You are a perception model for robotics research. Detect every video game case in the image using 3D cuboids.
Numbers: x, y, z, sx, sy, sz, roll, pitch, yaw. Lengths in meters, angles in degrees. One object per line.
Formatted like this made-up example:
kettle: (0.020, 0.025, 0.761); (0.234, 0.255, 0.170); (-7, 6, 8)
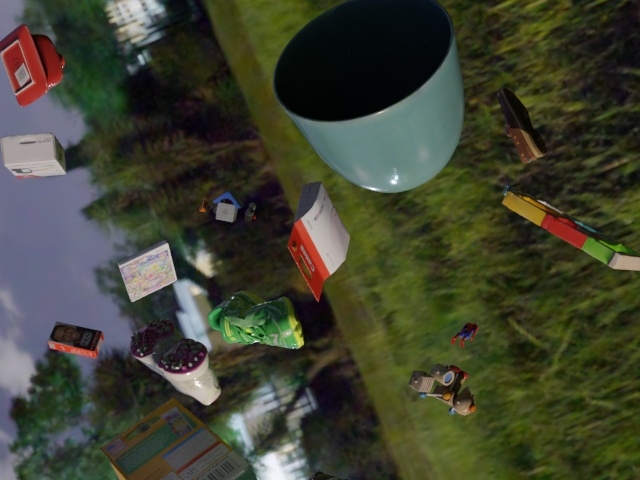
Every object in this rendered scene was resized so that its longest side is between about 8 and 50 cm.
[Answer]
video game case: (-0.288, 0.052, 1.488); (0.011, 0.087, 0.122); (55, 161, 27)

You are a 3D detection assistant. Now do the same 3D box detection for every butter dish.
butter dish: (-0.638, -0.401, 2.019); (0.160, 0.118, 0.160); (-14, 96, 47)

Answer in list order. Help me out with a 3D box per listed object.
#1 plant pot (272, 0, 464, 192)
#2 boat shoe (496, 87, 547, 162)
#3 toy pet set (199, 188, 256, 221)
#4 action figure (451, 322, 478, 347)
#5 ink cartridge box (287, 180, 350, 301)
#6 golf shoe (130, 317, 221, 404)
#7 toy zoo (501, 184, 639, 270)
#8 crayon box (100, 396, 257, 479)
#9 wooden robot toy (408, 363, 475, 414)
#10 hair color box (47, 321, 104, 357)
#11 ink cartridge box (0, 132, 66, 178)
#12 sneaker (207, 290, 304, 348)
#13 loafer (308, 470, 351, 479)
plant pot: (0.101, -0.219, 1.450); (0.235, 0.293, 0.293); (60, -174, -47)
boat shoe: (0.433, -0.253, 1.969); (0.064, 0.060, 0.178); (-13, -106, -51)
toy pet set: (-0.203, -0.083, 1.935); (0.114, 0.122, 0.065); (-57, -22, -79)
action figure: (0.356, 0.227, 2.169); (0.115, 0.038, 0.030); (-33, -53, -51)
ink cartridge box: (0.000, 0.000, 2.128); (0.232, 0.066, 0.189); (-82, -29, -51)
golf shoe: (-0.315, 0.264, 1.919); (0.306, 0.115, 0.140); (24, 147, 56)
toy zoo: (0.473, -0.029, 1.715); (0.293, 0.030, 0.192); (34, -164, 30)
crayon box: (-0.301, 0.484, 1.884); (0.323, 0.203, 0.083); (27, 143, 47)
wooden robot toy: (0.231, 0.257, 1.497); (0.173, 0.076, 0.079); (34, 175, -41)
hair color box: (-0.708, 0.288, 2.576); (0.043, 0.141, 0.072); (96, -174, -55)
ink cartridge box: (-0.716, -0.210, 2.224); (0.175, 0.127, 0.072); (137, 126, -80)
sneaker: (-0.130, 0.172, 1.772); (0.295, 0.123, 0.109); (2, 113, 59)
loafer: (0.003, 0.614, 2.184); (0.096, 0.084, 0.267); (-68, -24, -9)
